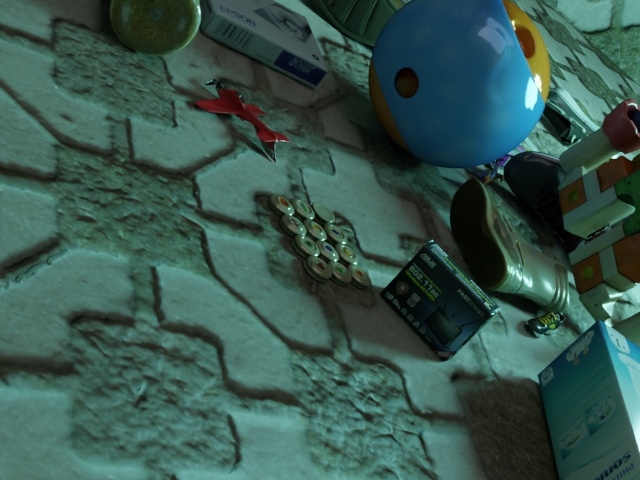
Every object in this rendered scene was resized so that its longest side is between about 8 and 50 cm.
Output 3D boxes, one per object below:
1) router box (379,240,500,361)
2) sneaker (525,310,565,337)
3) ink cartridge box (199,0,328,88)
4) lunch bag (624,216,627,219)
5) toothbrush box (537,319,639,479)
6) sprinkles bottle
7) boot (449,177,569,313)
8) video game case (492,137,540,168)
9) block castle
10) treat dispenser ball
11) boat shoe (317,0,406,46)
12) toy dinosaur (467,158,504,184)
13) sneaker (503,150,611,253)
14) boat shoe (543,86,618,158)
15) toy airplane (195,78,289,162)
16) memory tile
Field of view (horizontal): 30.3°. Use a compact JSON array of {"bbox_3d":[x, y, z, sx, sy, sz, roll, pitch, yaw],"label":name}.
[{"bbox_3d":[0.148,0.075,1.469,0.122,0.092,0.038,46,25,11],"label":"router box"},{"bbox_3d":[0.327,0.117,1.720,0.031,0.035,0.083,51,27,22],"label":"sneaker"},{"bbox_3d":[-0.107,-0.357,1.866,0.223,0.045,0.224,21,31,-35],"label":"ink cartridge box"},{"bbox_3d":[0.599,-0.035,2.290,0.176,0.090,0.219,27,27,-22],"label":"lunch bag"},{"bbox_3d":[0.408,0.271,1.477,0.216,0.126,0.295,33,25,-18],"label":"toothbrush box"},{"bbox_3d":[-0.223,-0.387,1.663,0.121,0.121,0.355,30,27,-23],"label":"sprinkles bottle"},{"bbox_3d":[0.288,0.011,1.792,0.165,0.077,0.213,22,36,-33],"label":"boot"},{"bbox_3d":[0.303,-0.215,2.216,0.232,0.042,0.210,10,38,-48],"label":"video game case"},{"bbox_3d":[0.576,0.006,1.915,0.303,0.213,0.453,25,46,-32],"label":"block castle"},{"bbox_3d":[0.219,-0.258,1.880,0.288,0.288,0.288,32,26,-18],"label":"treat dispenser ball"},{"bbox_3d":[0.107,-0.412,2.205,0.307,0.110,0.104,34,12,-16],"label":"boat shoe"},{"bbox_3d":[0.297,-0.113,2.049,0.090,0.047,0.082,42,41,-23],"label":"toy dinosaur"},{"bbox_3d":[0.434,-0.033,2.037,0.281,0.106,0.162,36,28,-11],"label":"sneaker"},{"bbox_3d":[0.555,-0.233,2.578,0.070,0.078,0.219,-33,76,-28],"label":"boat shoe"},{"bbox_3d":[-0.100,-0.167,1.589,0.151,0.028,0.151,33,25,-18],"label":"toy airplane"},{"bbox_3d":[0.000,0.000,1.478,0.113,0.012,0.148,13,36,-45],"label":"memory tile"}]
